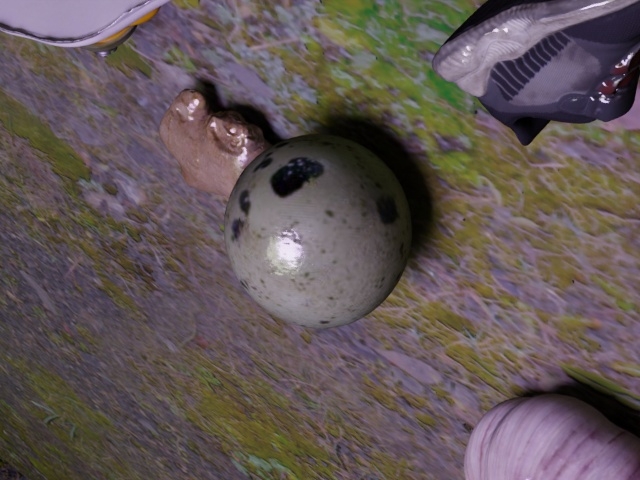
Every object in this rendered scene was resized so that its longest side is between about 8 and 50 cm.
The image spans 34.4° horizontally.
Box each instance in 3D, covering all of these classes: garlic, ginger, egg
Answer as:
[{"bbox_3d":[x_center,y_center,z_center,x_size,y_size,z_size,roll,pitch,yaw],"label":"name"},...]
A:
[{"bbox_3d":[0.211,0.286,0.973,0.245,0.253,0.245,40,156,22],"label":"garlic"},{"bbox_3d":[-0.080,-0.074,1.104,0.213,0.074,0.137,40,157,21],"label":"ginger"},{"bbox_3d":[0.000,0.000,0.989,0.177,0.177,0.228,33,159,24],"label":"egg"}]

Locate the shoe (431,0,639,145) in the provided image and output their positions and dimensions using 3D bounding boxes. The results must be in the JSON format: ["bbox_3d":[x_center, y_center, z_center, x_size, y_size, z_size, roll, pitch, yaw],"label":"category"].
[{"bbox_3d":[0.178,-0.133,0.711,0.112,0.099,0.227,51,153,-17],"label":"shoe"}]

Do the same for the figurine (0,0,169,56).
[{"bbox_3d":[-0.195,-0.244,1.033,0.250,0.166,0.141,2,164,24],"label":"figurine"}]
